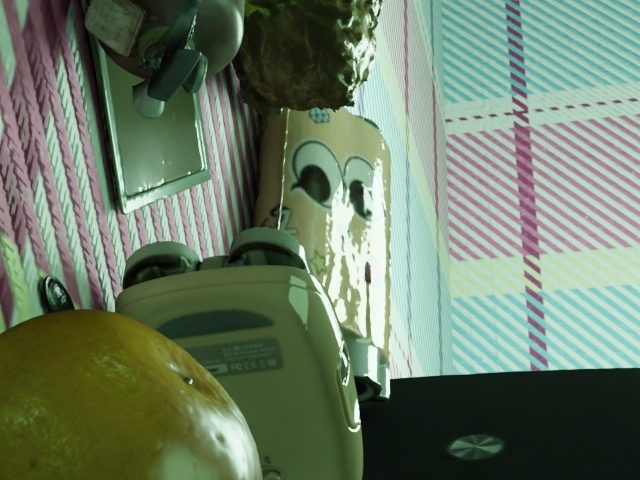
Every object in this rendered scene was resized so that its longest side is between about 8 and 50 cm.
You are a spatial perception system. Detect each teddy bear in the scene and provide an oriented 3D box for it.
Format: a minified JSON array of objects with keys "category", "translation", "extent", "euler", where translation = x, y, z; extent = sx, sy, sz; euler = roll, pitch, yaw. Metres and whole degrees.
[{"category":"teddy bear","translation":[0.006,-0.275,0.915],"extent":[0.222,0.246,0.296],"euler":[45,68,-43]}]

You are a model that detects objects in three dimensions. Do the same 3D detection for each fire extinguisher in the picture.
[{"category":"fire extinguisher","translation":[-0.093,-0.187,0.677],"extent":[0.105,0.104,0.269],"euler":[68,17,-52]}]

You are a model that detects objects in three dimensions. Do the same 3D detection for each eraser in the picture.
[{"category":"eraser","translation":[0.000,0.000,1.017],"extent":[0.171,0.087,0.291],"euler":[31,50,-39]}]

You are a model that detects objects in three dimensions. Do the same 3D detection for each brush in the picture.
[{"category":"brush","translation":[-0.142,0.051,0.609],"extent":[0.024,0.008,0.083],"euler":[-86,165,-47]}]

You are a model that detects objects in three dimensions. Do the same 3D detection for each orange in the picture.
[{"category":"orange","translation":[-0.102,0.106,0.476],"extent":[0.155,0.134,0.155],"euler":[48,3,-4]}]

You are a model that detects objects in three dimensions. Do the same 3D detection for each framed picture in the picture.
[{"category":"framed picture","translation":[-0.121,-0.101,0.759],"extent":[0.183,0.011,0.142],"euler":[-42,126,-74]}]

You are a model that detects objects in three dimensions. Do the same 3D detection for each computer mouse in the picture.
[{"category":"computer mouse","translation":[-0.049,0.101,0.694],"extent":[0.082,0.145,0.237],"euler":[-83,162,-61]}]

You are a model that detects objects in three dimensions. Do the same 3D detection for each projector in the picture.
[{"category":"projector","translation":[0.149,0.285,0.905],"extent":[0.395,0.405,0.242],"euler":[-49,133,-72]}]
